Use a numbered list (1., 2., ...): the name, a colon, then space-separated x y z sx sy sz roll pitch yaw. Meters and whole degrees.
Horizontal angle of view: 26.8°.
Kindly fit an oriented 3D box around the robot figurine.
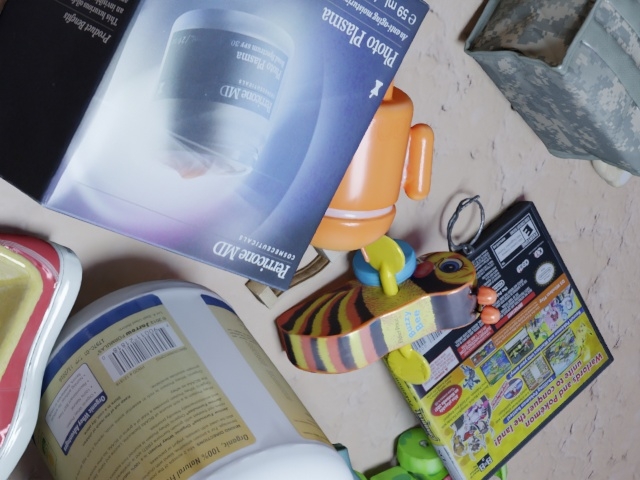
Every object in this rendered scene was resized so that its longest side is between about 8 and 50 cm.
1. robot figurine: 0.021 -0.085 1.340 0.158 0.128 0.219 -12 119 -42

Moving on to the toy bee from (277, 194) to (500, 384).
1. toy bee: 0.107 0.055 1.466 0.298 0.162 0.195 -49 130 -10

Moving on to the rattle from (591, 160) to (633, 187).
1. rattle: 0.411 -0.136 1.688 0.130 0.143 0.200 -27 138 -7

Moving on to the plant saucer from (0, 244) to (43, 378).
1. plant saucer: -0.417 0.101 0.965 0.333 0.081 0.333 30 74 -31

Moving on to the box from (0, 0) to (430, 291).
1. box: -0.106 -0.145 1.142 0.296 0.182 0.294 21 98 -48

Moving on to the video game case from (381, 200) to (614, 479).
1. video game case: 0.214 0.129 1.645 0.275 0.035 0.248 -38 109 -23

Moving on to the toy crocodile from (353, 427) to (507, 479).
1. toy crocodile: 0.089 0.327 1.653 0.340 0.105 0.115 -22 126 -34

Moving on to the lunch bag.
1. lunch bag: 0.333 -0.256 1.522 0.235 0.169 0.287 41 74 -44

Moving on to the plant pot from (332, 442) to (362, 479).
1. plant pot: -0.052 0.315 1.409 0.293 0.293 0.196 -1 86 -44

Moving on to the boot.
1. boot: -0.322 0.102 1.144 0.176 0.088 0.244 17 92 -47

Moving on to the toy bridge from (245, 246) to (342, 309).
1. toy bridge: 0.000 0.000 1.441 0.188 0.026 0.063 -49 140 -12

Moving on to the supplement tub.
1. supplement tub: -0.109 0.212 1.206 0.228 0.316 0.228 -24 141 -20
